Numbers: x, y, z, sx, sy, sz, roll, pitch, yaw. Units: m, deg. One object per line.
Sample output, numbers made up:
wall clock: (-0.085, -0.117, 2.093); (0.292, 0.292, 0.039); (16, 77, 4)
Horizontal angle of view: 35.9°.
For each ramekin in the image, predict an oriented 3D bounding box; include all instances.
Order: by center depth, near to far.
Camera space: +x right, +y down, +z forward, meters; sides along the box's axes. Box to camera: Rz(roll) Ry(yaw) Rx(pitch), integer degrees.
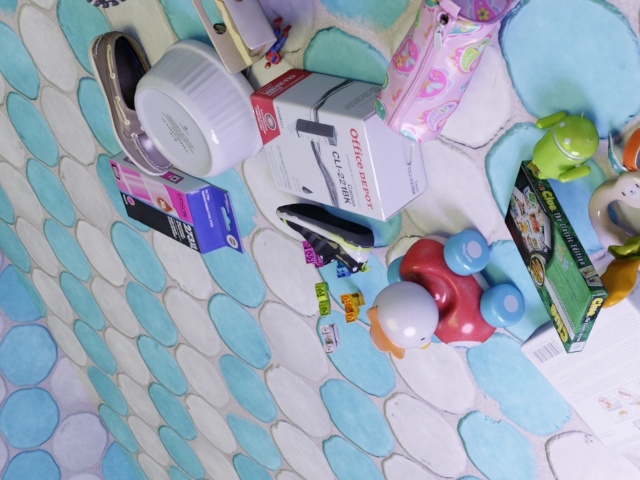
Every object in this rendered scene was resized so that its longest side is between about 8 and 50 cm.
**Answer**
ramekin: (-0.241, -0.243, 1.911); (0.273, 0.127, 0.273); (33, 149, 23)

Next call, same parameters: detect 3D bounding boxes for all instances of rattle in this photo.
rattle: (0.394, -0.035, 1.326); (0.130, 0.143, 0.200); (42, 155, 42)

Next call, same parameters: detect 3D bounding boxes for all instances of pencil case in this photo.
pencil case: (0.166, -0.263, 1.402); (0.124, 0.124, 0.284); (45, 149, 12)

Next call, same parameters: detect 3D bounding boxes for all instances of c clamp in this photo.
c clamp: (-0.184, -0.348, 1.856); (0.137, 0.022, 0.161); (45, 148, 11)

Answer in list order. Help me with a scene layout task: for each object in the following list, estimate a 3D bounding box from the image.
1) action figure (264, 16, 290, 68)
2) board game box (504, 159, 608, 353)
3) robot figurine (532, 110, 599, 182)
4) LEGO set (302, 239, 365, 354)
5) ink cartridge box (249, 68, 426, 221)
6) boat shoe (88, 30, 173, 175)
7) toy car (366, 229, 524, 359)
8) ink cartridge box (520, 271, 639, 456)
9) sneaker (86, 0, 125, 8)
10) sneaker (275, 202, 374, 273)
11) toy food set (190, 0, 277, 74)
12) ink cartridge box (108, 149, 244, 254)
action figure: (-0.081, -0.340, 1.730); (0.038, 0.030, 0.115); (41, 149, 10)
board game box: (0.333, 0.020, 1.425); (0.136, 0.030, 0.260); (99, 160, -48)
robot figurine: (0.339, -0.128, 1.363); (0.115, 0.067, 0.101); (127, 133, -58)
LEGO set: (0.040, 0.104, 1.961); (0.087, 0.093, 0.227); (-12, 85, 20)
ink cartridge box: (0.029, -0.166, 1.678); (0.273, 0.114, 0.197); (18, 134, 41)
boat shoe: (-0.387, -0.287, 2.094); (0.096, 0.116, 0.324); (4, 119, 54)
toy car: (0.174, 0.128, 1.669); (0.210, 0.238, 0.219); (56, 149, -6)
ink cartridge box: (0.472, 0.199, 1.529); (0.239, 0.060, 0.275); (49, 148, 4)
sneaker: (-0.468, -0.579, 1.815); (0.330, 0.129, 0.147); (53, -165, -53)
sneaker: (0.000, 0.000, 1.883); (0.234, 0.084, 0.097); (25, 115, 37)
toy food set: (-0.172, -0.395, 1.629); (0.220, 0.092, 0.306); (63, 172, -7)
ink cartridge box: (-0.336, -0.082, 2.286); (0.371, 0.069, 0.176); (22, 137, 36)
